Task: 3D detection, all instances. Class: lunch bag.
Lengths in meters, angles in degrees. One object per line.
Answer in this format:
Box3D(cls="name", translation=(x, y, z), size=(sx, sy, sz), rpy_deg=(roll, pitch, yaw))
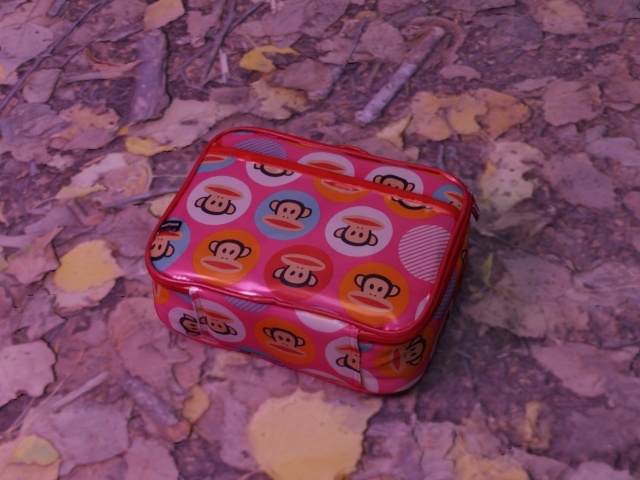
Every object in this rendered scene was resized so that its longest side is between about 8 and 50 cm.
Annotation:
Box3D(cls="lunch bag", translation=(0.000, 0.000, 1.119), size=(0.293, 0.120, 0.258), rpy_deg=(14, 51, 15))
